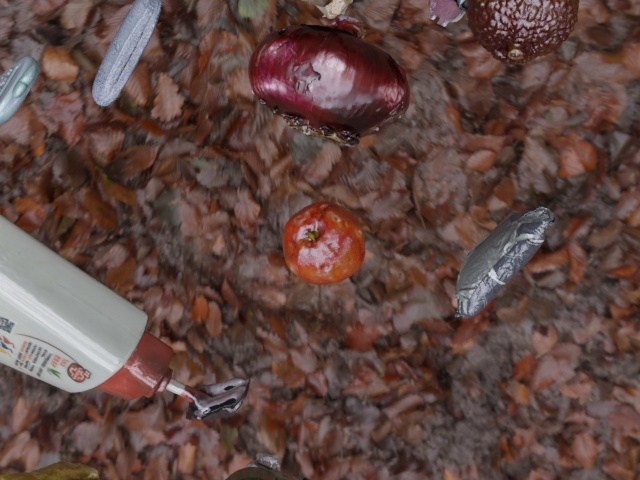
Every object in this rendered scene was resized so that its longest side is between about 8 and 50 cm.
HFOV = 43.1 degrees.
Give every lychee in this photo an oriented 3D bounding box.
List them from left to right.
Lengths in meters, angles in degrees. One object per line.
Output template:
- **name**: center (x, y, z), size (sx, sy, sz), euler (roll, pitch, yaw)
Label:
- **lychee**: center (0.423, -0.494, 1.688), size (0.236, 0.236, 0.271), euler (27, 69, -14)

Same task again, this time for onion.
- **onion**: center (0.021, -0.301, 1.489), size (0.313, 0.314, 0.232), euler (15, 98, -11)

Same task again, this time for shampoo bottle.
- **shampoo bottle**: center (-0.195, 0.065, 0.628), size (0.284, 0.071, 0.153), euler (30, 140, -14)

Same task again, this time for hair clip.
- **hair clip**: center (0.310, -0.562, 1.859), size (0.056, 0.187, 0.146), euler (25, 109, -26)

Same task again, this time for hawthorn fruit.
- **hawthorn fruit**: center (0.000, 0.000, 1.669), size (0.179, 0.200, 0.179), euler (-6, 72, 18)

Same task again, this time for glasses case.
- **glasses case**: center (-0.434, -0.427, 1.811), size (0.067, 0.109, 0.282), euler (19, 116, -32)

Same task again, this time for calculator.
- **calculator**: center (-0.706, -0.326, 1.817), size (0.041, 0.298, 0.186), euler (38, 62, -33)

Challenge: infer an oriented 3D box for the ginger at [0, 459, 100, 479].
- **ginger**: center (-0.252, 0.244, 0.632), size (0.205, 0.115, 0.081), euler (-14, 136, -44)

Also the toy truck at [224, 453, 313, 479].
- **toy truck**: center (-0.057, 0.301, 0.880), size (0.125, 0.242, 0.101), euler (25, 80, 1)

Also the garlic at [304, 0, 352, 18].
- **garlic**: center (0.029, -0.616, 1.705), size (0.237, 0.292, 0.210), euler (-29, 75, -11)

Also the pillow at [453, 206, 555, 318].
- **pillow**: center (0.423, 0.046, 1.913), size (0.092, 0.161, 0.335), euler (30, 117, -18)
